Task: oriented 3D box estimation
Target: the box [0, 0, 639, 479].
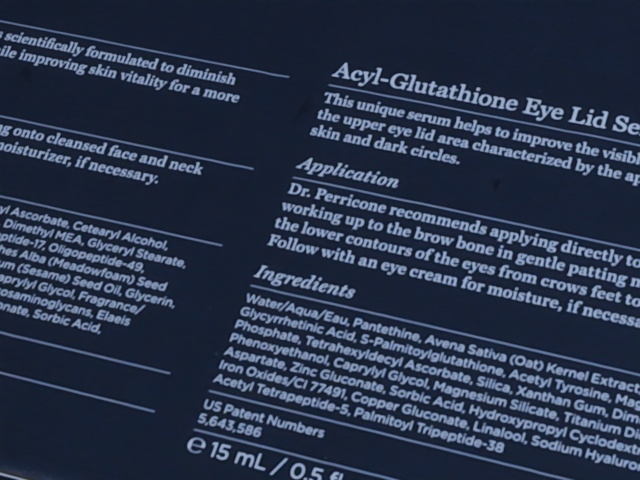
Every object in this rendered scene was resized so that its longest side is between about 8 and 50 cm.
[{"bbox_3d":[0.000,0.000,0.410,0.261,0.184,0.103,13,154,15],"label":"box"}]
